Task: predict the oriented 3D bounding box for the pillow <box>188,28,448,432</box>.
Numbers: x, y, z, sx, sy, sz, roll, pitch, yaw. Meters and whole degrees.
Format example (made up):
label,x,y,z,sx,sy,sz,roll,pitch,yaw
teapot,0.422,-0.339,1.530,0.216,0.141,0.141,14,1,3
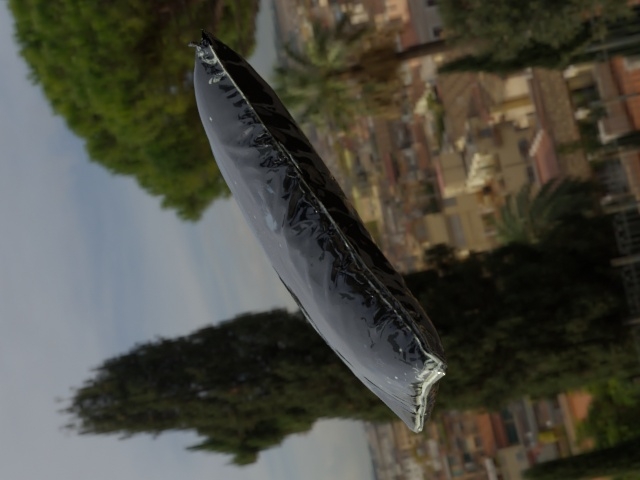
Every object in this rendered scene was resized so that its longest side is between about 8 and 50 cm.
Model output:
label,x,y,z,sx,sy,sz,roll,pitch,yaw
pillow,0.000,0.000,0.559,0.208,0.055,0.141,57,171,18
